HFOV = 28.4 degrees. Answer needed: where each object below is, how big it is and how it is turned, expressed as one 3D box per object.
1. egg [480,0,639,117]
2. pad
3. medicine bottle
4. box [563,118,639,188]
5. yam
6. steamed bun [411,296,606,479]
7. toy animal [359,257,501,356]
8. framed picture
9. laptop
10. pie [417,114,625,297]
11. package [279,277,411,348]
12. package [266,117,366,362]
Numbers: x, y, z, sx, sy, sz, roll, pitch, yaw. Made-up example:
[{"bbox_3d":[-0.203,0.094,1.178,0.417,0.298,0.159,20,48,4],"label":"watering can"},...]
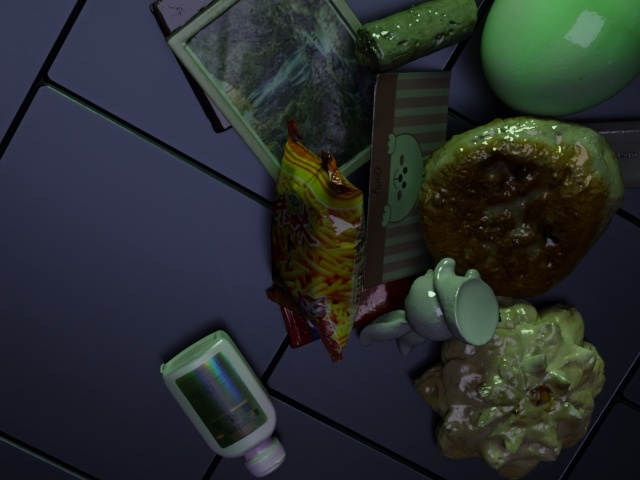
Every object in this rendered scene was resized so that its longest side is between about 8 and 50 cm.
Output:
[{"bbox_3d":[0.344,-0.290,1.736,0.270,0.220,0.220,-42,103,5],"label":"egg"},{"bbox_3d":[0.125,-0.090,1.792,0.005,0.202,0.299,11,104,35],"label":"pad"},{"bbox_3d":[-0.133,0.250,1.876,0.115,0.078,0.219,-33,103,0],"label":"medicine bottle"},{"bbox_3d":[0.412,-0.126,1.864,0.244,0.055,0.103,-2,102,-5],"label":"box"},{"bbox_3d":[0.134,-0.291,1.768,0.179,0.078,0.078,-25,105,-23],"label":"yam"},{"bbox_3d":[0.290,0.234,1.891,0.295,0.137,0.292,5,105,-9],"label":"steamed bun"},{"bbox_3d":[0.152,0.099,1.834,0.104,0.221,0.130,1,81,-39],"label":"toy animal"},{"bbox_3d":[-0.030,-0.229,1.790,0.240,0.020,0.324,-36,112,2],"label":"framed picture"},{"bbox_3d":[-0.128,-0.275,1.791,0.154,0.026,0.207,-28,105,-2],"label":"laptop"},{"bbox_3d":[0.277,-0.047,1.792,0.315,0.092,0.315,-1,130,-1],"label":"pie"},{"bbox_3d":[0.042,0.098,1.891,0.200,0.022,0.083,-16,104,-4],"label":"package"},{"bbox_3d":[-0.003,-0.004,1.756,0.108,0.223,0.288,-5,117,-27],"label":"package"}]
